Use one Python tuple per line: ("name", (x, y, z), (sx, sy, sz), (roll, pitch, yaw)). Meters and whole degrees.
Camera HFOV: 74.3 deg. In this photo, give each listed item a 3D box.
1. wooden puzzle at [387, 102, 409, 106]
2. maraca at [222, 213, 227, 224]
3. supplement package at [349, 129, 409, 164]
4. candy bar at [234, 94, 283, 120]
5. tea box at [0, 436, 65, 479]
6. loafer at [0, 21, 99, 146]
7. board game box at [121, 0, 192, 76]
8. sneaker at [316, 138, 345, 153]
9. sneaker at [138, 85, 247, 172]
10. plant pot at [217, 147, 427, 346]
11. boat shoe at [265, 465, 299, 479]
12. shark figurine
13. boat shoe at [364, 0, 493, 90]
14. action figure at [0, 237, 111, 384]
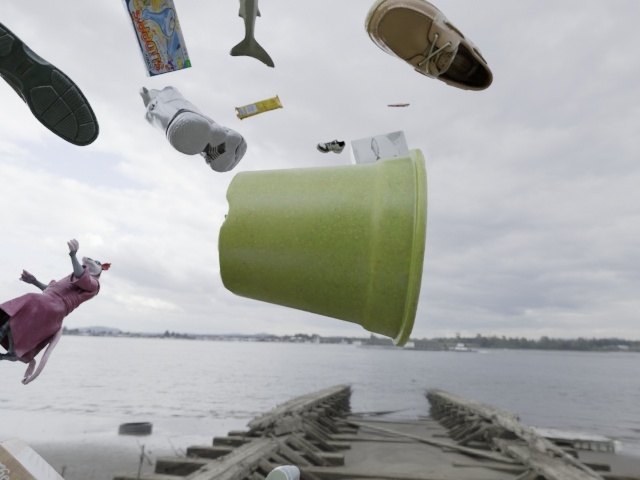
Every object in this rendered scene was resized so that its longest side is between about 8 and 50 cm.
("wooden puzzle", (0.243, -0.420, 1.310), (0.049, 0.006, 0.083), (-20, 27, -33))
("maraca", (-0.337, -0.048, 1.762), (0.127, 0.186, 0.099), (-36, -13, 8))
("supplement package", (0.194, -0.275, 1.389), (0.179, 0.105, 0.105), (-12, -21, 0))
("candy bar", (-0.166, -0.365, 1.157), (0.161, 0.040, 0.018), (-32, 16, -37))
("tea box", (-0.428, 0.427, 0.471), (0.220, 0.323, 0.329), (49, -39, -5))
("loafer", (-0.523, -0.289, 0.784), (0.268, 0.096, 0.084), (50, -15, -22))
("board game box", (-0.463, -0.586, 1.204), (0.136, 0.201, 0.035), (-31, 35, -31))
("sneaker", (0.027, -0.241, 1.062), (0.083, 0.032, 0.037), (-9, -24, -37))
("sneaker", (-0.362, -0.327, 1.228), (0.210, 0.137, 0.366), (43, 9, 13))
("plant pot", (0.000, 0.000, 0.607), (0.253, 0.277, 0.276), (5, -14, 3))
("boat shoe", (-0.125, 0.636, 1.017), (0.079, 0.228, 0.081), (42, 11, 34))
("shark figurine", (-0.130, -0.501, 0.823), (0.116, 0.279, 0.166), (-15, 2, -26))
("boat shoe", (0.246, -0.412, 0.897), (0.340, 0.110, 0.122), (6, -46, -33))
("action figure", (-0.733, 0.174, 1.197), (0.248, 0.276, 0.370), (-22, 16, 38))
